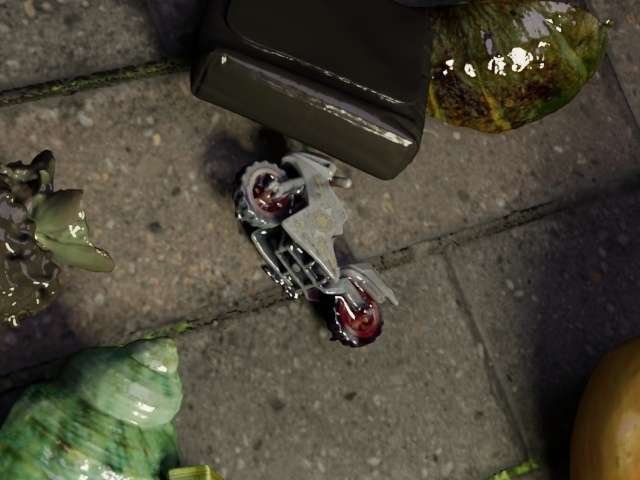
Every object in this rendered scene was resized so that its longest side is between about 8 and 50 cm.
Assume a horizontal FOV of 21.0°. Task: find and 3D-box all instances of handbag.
[{"bbox_3d":[-0.007,-0.186,1.732,0.247,0.080,0.223,23,43,-13],"label":"handbag"}]

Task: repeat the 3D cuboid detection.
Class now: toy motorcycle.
[{"bbox_3d":[0.000,0.000,1.695,0.215,0.080,0.122,53,52,-14],"label":"toy motorcycle"}]

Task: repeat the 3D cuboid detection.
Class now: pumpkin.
[{"bbox_3d":[0.195,-0.197,1.863,0.278,0.163,0.111,18,60,-29],"label":"pumpkin"}]

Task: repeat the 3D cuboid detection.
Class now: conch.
[{"bbox_3d":[-0.188,0.166,1.448,0.176,0.122,0.188,41,55,-34],"label":"conch"}]

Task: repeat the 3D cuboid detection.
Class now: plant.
[{"bbox_3d":[-0.278,0.007,1.444,0.203,0.131,0.142,-18,82,-30],"label":"plant"}]

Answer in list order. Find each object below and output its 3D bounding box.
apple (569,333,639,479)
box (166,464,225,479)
[{"bbox_3d":[0.431,0.232,1.722,0.391,0.391,0.346,-20,86,-40],"label":"apple"},{"bbox_3d":[-0.083,0.358,1.438,0.173,0.043,0.311,57,28,-66],"label":"box"}]
